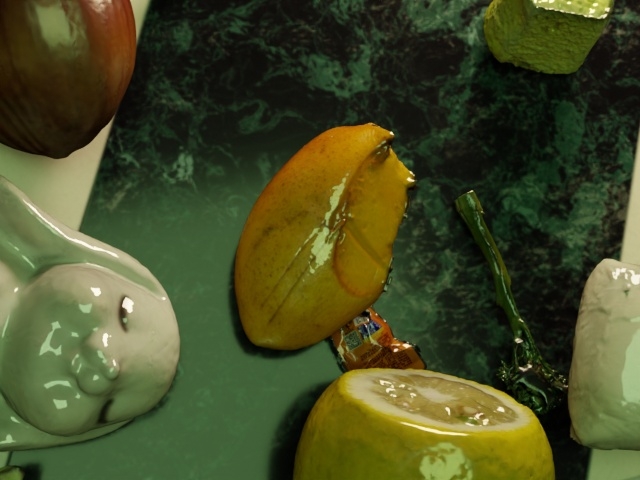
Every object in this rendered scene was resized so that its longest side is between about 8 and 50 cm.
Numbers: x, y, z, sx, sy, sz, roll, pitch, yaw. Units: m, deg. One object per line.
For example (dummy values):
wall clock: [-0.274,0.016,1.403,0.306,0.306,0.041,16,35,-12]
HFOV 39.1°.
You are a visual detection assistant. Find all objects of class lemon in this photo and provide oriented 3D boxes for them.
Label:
lemon: [0.089,0.243,0.838,0.241,0.240,0.219,10,98,-7]

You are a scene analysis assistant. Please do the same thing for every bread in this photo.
bread: [0.261,-0.263,1.036,0.129,0.114,0.111,3,71,-12]

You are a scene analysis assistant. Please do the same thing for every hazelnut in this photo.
hazelnut: [-0.277,-0.195,0.909,0.210,0.210,0.186,19,52,-5]

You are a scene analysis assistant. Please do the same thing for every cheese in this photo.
cheese: [0.357,0.129,0.940,0.189,0.154,0.198,9,80,11]

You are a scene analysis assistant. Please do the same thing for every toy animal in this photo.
toy animal: [-0.263,0.083,0.842,0.265,0.206,0.271,10,91,-16]

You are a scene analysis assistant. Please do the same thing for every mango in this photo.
mango: [0.000,0.000,0.930,0.154,0.126,0.252,33,81,-12]

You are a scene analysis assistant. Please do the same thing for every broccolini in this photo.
broccolini: [0.200,0.070,0.999,0.058,0.071,0.254,-29,73,28]

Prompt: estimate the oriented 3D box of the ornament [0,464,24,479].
ornament: [-0.327,0.278,0.806,0.180,0.059,0.201,-53,126,-22]

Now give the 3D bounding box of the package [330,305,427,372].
package: [0.057,0.115,0.959,0.077,0.033,0.110,-33,89,-24]
